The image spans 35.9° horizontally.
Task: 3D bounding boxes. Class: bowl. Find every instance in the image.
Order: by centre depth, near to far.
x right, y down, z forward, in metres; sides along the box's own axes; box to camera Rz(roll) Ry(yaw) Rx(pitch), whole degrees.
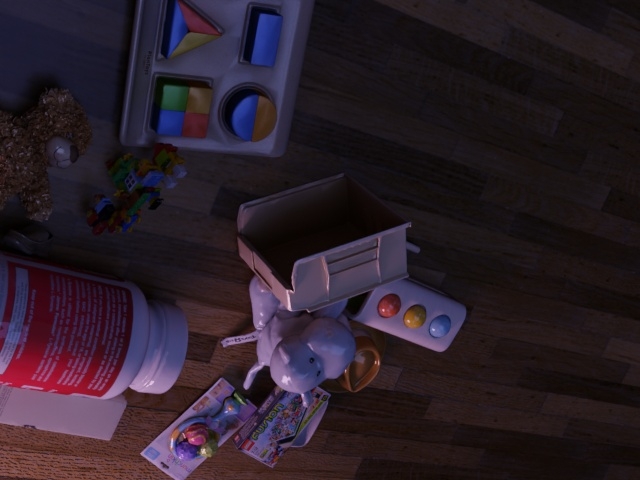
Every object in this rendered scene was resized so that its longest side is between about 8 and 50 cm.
[{"bbox_3d":[-0.070,0.382,2.197,0.142,0.053,0.142,19,103,-35],"label":"bowl"}]

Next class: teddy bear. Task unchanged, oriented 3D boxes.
[{"bbox_3d":[-0.538,-0.124,1.662,0.338,0.113,0.245,-13,121,-23],"label":"teddy bear"}]

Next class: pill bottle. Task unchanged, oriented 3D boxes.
[{"bbox_3d":[-0.456,0.160,1.768,0.407,0.229,0.229,16,104,-33],"label":"pill bottle"}]

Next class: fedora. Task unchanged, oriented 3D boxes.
[{"bbox_3d":[0.078,0.271,2.203,0.194,0.079,0.194,-12,121,-20],"label":"fedora"}]

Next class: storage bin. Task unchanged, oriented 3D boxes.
[{"bbox_3d":[0.000,0.000,1.924,0.260,0.262,0.123,-18,123,-21],"label":"storage bin"}]

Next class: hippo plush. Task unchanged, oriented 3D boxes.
[{"bbox_3d":[-0.056,0.185,1.970,0.294,0.236,0.234,-26,109,-2],"label":"hippo plush"}]

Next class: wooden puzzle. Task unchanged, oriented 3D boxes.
[{"bbox_3d":[-0.177,-0.307,1.790,0.347,0.080,0.322,0,112,-29],"label":"wooden puzzle"}]

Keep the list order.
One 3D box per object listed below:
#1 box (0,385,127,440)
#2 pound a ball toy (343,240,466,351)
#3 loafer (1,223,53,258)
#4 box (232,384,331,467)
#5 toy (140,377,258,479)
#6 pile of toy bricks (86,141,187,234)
[{"bbox_3d":[-0.517,0.295,1.874,0.275,0.113,0.094,19,103,-33],"label":"box"},{"bbox_3d":[0.186,0.106,2.155,0.319,0.136,0.208,24,100,-35],"label":"pound a ball toy"},{"bbox_3d":[-0.512,-0.004,1.735,0.056,0.148,0.050,23,85,5],"label":"loafer"},{"bbox_3d":[-0.084,0.383,2.134,0.114,0.036,0.207,36,93,-35],"label":"box"},{"bbox_3d":[-0.249,0.418,2.113,0.237,0.056,0.137,-45,125,-3],"label":"toy"},{"bbox_3d":[-0.350,-0.105,1.781,0.212,0.105,0.118,-42,158,31],"label":"pile of toy bricks"}]
